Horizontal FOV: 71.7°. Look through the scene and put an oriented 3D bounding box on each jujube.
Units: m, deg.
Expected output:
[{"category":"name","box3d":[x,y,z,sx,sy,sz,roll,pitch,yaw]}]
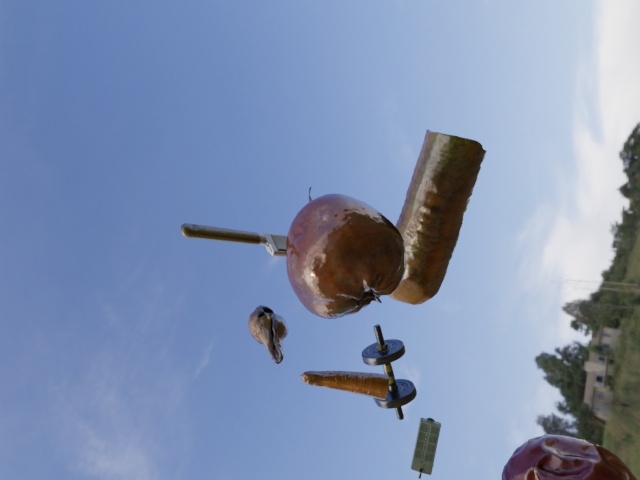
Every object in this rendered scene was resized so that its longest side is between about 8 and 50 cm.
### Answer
[{"category":"jujube","box3d":[0.324,0.374,0.567,0.174,0.174,0.250,-28,-73,-43]}]

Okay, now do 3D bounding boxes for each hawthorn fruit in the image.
[{"category":"hawthorn fruit","box3d":[0.010,0.012,0.545,0.149,0.189,0.149,-45,-24,-27]}]

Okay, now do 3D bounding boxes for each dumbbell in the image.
[{"category":"dumbbell","box3d":[0.220,0.425,1.423,0.143,0.143,0.325,-22,-81,-45]}]

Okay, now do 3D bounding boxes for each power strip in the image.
[{"category":"power strip","box3d":[0.238,0.471,1.002,0.019,0.051,0.136,36,-113,-80]}]

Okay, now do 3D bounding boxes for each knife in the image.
[{"category":"knife","box3d":[-0.066,0.008,0.617,0.256,0.046,0.022,7,-58,-32]}]

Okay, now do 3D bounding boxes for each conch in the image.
[{"category":"conch","box3d":[-0.119,0.224,1.090,0.080,0.233,0.086,27,-92,-38]}]

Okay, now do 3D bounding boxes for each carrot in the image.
[{"category":"carrot","box3d":[0.184,-0.034,0.749,0.114,0.114,0.301,-13,-55,-46]},{"category":"carrot","box3d":[0.055,0.339,1.062,0.061,0.210,0.061,7,-90,-88]}]
